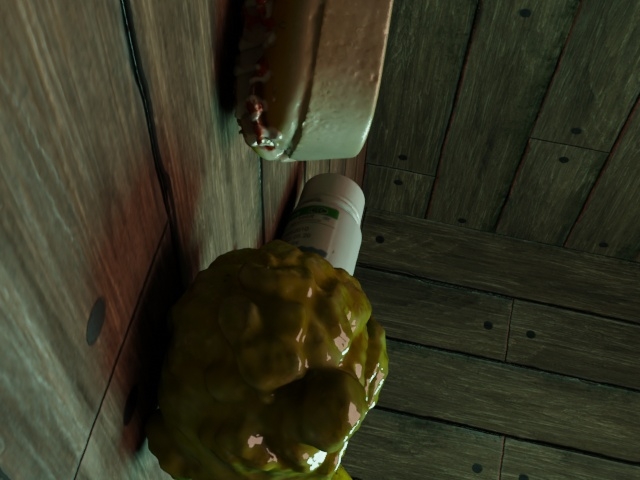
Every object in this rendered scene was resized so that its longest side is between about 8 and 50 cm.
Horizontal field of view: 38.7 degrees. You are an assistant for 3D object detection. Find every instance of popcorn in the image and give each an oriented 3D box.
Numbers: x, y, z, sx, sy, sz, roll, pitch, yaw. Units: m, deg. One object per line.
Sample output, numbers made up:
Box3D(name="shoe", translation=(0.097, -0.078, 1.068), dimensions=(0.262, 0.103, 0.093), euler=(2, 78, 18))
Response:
Box3D(name="popcorn", translation=(-0.041, 0.116, 0.859), dimensions=(0.250, 0.234, 0.242), euler=(126, -42, -54))

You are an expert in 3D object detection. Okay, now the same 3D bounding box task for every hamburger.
Box3D(name="hamburger", translation=(-0.005, -0.225, 0.937), dimensions=(0.227, 0.151, 0.295), euler=(-86, -177, -84))

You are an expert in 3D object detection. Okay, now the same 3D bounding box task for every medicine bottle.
Box3D(name="medicine bottle", translation=(0.000, 0.000, 1.547), dimensions=(0.139, 0.139, 0.237), euler=(97, 6, -45))

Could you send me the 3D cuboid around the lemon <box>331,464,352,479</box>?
Box3D(name="lemon", translation=(-0.032, 0.443, 1.448), dimensions=(0.204, 0.204, 0.260), euler=(35, 44, -85))
